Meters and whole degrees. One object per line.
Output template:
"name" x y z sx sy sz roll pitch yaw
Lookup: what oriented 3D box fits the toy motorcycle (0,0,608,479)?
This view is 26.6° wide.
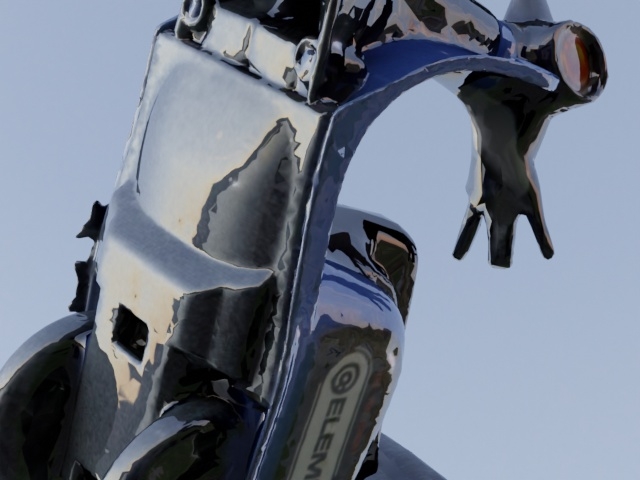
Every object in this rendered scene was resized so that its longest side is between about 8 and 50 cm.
"toy motorcycle" 0.000 0.000 0.514 0.213 0.125 0.358 -1 -67 -42
